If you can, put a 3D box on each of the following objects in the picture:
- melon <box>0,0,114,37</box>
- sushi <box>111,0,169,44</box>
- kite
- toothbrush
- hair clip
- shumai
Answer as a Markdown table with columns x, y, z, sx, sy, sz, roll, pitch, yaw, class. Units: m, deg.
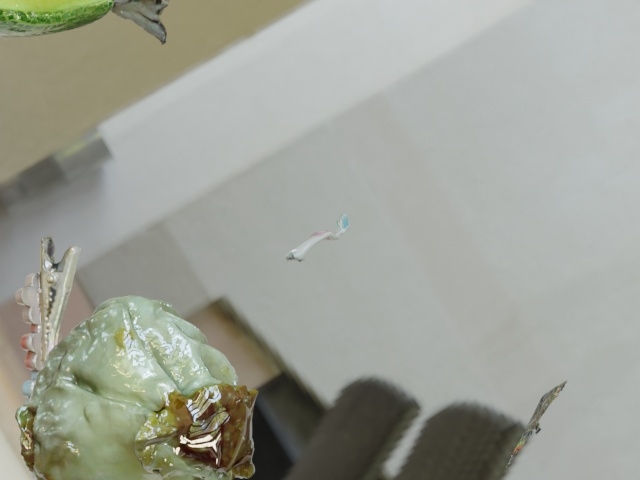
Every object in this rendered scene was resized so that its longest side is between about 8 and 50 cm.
| x | y | z | sx | sy | sz | roll | pitch | yaw | class |
| --- | --- | --- | --- | --- | --- | --- | --- | --- | --- |
| -0.317 | -0.249 | 1.360 | 0.265 | 0.169 | 0.129 | 56 | -42 | 6 | melon |
| -0.223 | -0.356 | 1.770 | 0.184 | 0.139 | 0.274 | 12 | -32 | 42 | sushi |
| 0.221 | 0.179 | 1.672 | 0.004 | 0.122 | 0.090 | 30 | 22 | 0 | kite |
| 0.000 | 0.000 | 1.733 | 0.204 | 0.017 | 0.022 | -35 | 117 | -70 | toothbrush |
| -0.293 | 0.102 | 1.749 | 0.062 | 0.056 | 0.214 | -4 | 103 | -64 | hair clip |
| -0.137 | 0.152 | 1.274 | 0.184 | 0.184 | 0.142 | 63 | -10 | -24 | shumai |
